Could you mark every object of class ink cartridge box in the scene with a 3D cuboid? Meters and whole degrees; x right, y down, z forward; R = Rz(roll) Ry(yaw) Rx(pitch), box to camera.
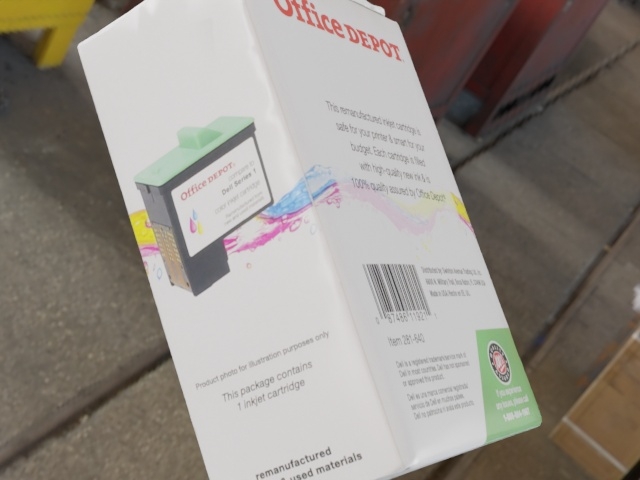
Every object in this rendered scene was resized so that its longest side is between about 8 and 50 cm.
[{"bbox_3d":[0.000,0.000,0.670,0.201,0.117,0.278,4,65,-62],"label":"ink cartridge box"}]
